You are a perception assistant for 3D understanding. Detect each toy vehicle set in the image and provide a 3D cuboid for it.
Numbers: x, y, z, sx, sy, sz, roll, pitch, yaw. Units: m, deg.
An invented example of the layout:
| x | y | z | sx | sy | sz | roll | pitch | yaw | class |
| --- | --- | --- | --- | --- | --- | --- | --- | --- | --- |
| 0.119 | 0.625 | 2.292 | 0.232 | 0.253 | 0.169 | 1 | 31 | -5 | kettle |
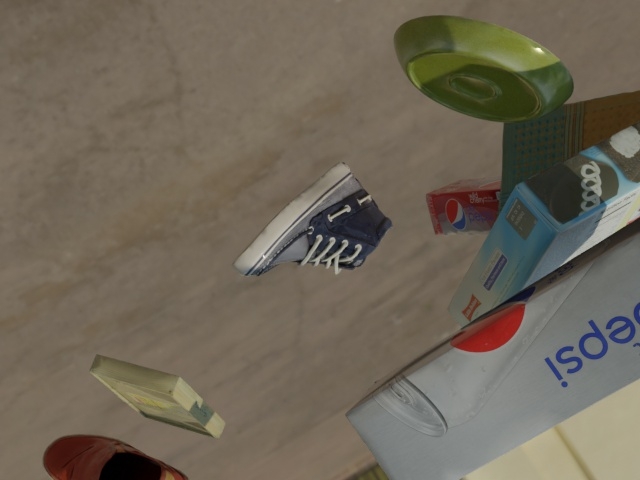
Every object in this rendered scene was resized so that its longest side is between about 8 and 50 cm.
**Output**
| x | y | z | sx | sy | sz | roll | pitch | yaw | class |
| --- | --- | --- | --- | --- | --- | --- | --- | --- | --- |
| -0.286 | 0.282 | 2.103 | 0.267 | 0.166 | 0.035 | 63 | 43 | -61 | toy vehicle set |

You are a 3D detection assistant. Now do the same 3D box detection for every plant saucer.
| x | y | z | sx | sy | sz | roll | pitch | yaw | class |
| --- | --- | --- | --- | --- | --- | --- | --- | --- | --- |
| 0.203 | -0.210 | 1.511 | 0.241 | 0.241 | 0.037 | 79 | 29 | -74 | plant saucer |

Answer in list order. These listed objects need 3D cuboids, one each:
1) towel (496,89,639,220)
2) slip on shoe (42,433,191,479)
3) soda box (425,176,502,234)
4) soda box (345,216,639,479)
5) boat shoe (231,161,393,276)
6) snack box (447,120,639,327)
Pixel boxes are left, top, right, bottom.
| x | y | z | sx | sy | sz | roll | pitch | yaw | class |
| --- | --- | --- | --- | --- | --- | --- | --- | --- | --- |
| 0.416 | -0.088 | 1.753 | 0.040 | 0.271 | 0.370 | 18 | 163 | -39 | towel |
| -0.374 | 0.410 | 2.101 | 0.123 | 0.331 | 0.101 | -63 | 144 | -22 | slip on shoe |
| 0.295 | -0.062 | 2.061 | 0.092 | 0.083 | 0.263 | -22 | -170 | -25 | soda box |
| 0.165 | 0.096 | 0.937 | 0.286 | 0.098 | 0.091 | -34 | 179 | 22 | soda box |
| 0.000 | 0.000 | 1.959 | 0.127 | 0.158 | 0.340 | -44 | 180 | 44 | boat shoe |
| 0.276 | -0.033 | 1.095 | 0.322 | 0.060 | 0.187 | -26 | 154 | -31 | snack box |
